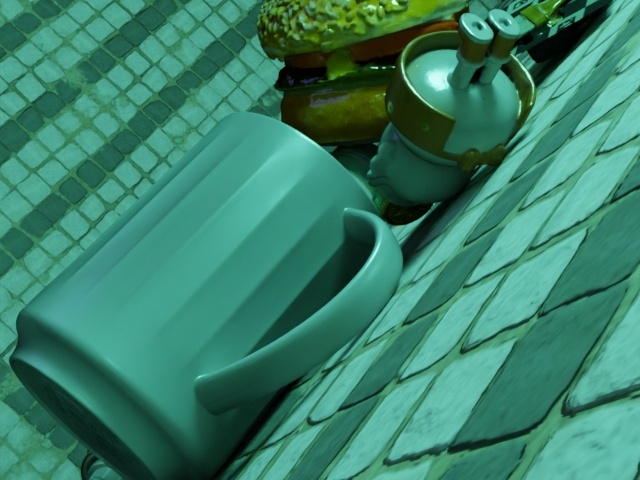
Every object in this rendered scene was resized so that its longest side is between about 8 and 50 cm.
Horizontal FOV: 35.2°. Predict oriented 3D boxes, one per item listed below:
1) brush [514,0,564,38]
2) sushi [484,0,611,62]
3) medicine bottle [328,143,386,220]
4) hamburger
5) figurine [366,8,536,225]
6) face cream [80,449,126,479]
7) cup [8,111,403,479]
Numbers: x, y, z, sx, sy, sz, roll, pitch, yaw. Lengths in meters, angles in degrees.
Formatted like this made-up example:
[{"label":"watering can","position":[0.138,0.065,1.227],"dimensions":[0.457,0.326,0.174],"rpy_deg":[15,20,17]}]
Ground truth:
[{"label":"brush","position":[0.298,-0.295,1.177],"dimensions":[0.218,0.010,0.082],"rpy_deg":[-33,19,13]},{"label":"sushi","position":[0.281,-0.258,1.220],"dimensions":[0.192,0.050,0.215],"rpy_deg":[-28,21,29]},{"label":"medicine bottle","position":[0.013,-0.037,1.384],"dimensions":[0.133,0.133,0.274],"rpy_deg":[-45,5,37]},{"label":"hamburger","position":[0.078,-0.276,1.443],"dimensions":[0.330,0.250,0.330],"rpy_deg":[-8,11,2]},{"label":"figurine","position":[0.122,-0.104,0.984],"dimensions":[0.143,0.143,0.271],"rpy_deg":[-52,-23,-50]},{"label":"face cream","position":[-0.221,0.243,1.348],"dimensions":[0.105,0.105,0.348],"rpy_deg":[-46,3,24]},{"label":"cup","position":[-0.090,0.069,0.960],"dimensions":[0.323,0.236,0.327],"rpy_deg":[9,49,49]}]
